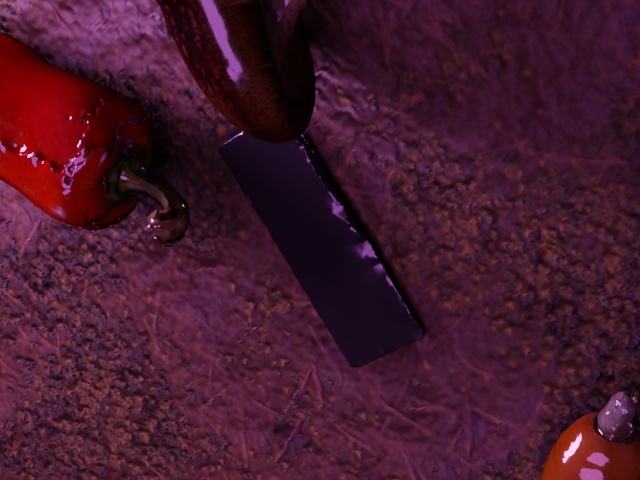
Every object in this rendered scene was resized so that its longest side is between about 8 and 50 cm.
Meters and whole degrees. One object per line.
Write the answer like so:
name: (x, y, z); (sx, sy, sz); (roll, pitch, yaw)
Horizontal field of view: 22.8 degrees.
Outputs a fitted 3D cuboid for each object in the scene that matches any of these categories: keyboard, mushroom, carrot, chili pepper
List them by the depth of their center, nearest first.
mushroom: (-0.008, -0.202, 1.030); (0.217, 0.148, 0.227); (-28, 106, 18)
carrot: (0.166, 0.235, 1.146); (0.069, 0.069, 0.336); (29, 126, 16)
keyboard: (0.001, -0.001, 1.165); (0.074, 0.015, 0.196); (-29, 95, 40)
chili pepper: (-0.235, -0.093, 1.210); (0.387, 0.110, 0.110); (27, 122, 24)
